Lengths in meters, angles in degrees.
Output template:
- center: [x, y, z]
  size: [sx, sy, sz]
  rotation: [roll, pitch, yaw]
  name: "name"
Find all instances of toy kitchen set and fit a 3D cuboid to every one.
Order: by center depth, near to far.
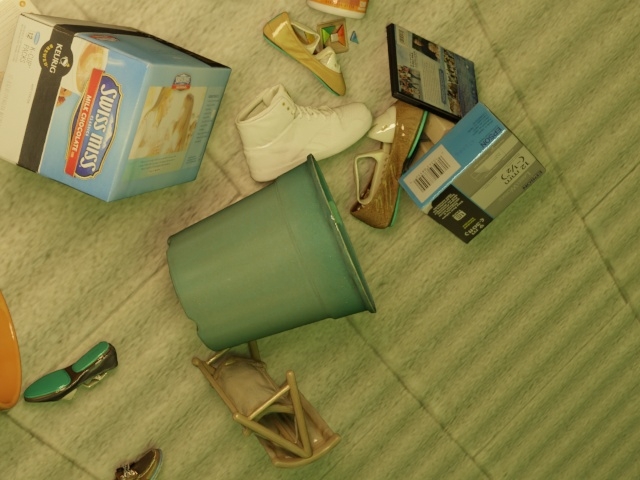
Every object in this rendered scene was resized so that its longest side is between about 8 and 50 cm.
- center: [0.284, -0.209, 2.019]
  size: [0.166, 0.122, 0.207]
  rotation: [-3, 134, -29]
  name: "toy kitchen set"

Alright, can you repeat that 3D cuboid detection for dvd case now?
- center: [0.247, -0.350, 1.895]
  size: [0.253, 0.022, 0.180]
  rotation: [16, 61, -35]
  name: "dvd case"

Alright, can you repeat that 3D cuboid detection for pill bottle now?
- center: [0.053, -0.547, 1.696]
  size: [0.121, 0.121, 0.216]
  rotation: [2, 112, -31]
  name: "pill bottle"

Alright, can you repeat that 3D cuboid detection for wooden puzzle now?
- center: [0.025, -0.418, 1.809]
  size: [0.116, 0.014, 0.078]
  rotation: [-24, 123, -19]
  name: "wooden puzzle"

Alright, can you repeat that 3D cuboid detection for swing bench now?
- center: [-0.119, 0.354, 1.943]
  size: [0.165, 0.253, 0.254]
  rotation: [-37, 125, -10]
  name: "swing bench"

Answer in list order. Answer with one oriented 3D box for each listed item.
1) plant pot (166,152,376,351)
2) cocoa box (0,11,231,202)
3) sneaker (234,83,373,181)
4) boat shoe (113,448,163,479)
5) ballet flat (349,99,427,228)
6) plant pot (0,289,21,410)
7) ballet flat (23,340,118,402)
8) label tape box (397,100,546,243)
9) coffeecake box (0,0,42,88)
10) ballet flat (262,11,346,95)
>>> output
- center: [-0.105, 0.047, 1.748]
  size: [0.334, 0.341, 0.341]
  rotation: [-23, 124, 5]
  name: "plant pot"
- center: [-0.334, -0.223, 1.454]
  size: [0.347, 0.228, 0.231]
  rotation: [-33, 145, -72]
  name: "cocoa box"
- center: [-0.032, -0.253, 1.796]
  size: [0.293, 0.108, 0.169]
  rotation: [-28, 127, -15]
  name: "sneaker"
- center: [-0.427, 0.537, 1.967]
  size: [0.066, 0.066, 0.183]
  rotation: [39, 90, -36]
  name: "boat shoe"
- center: [0.140, -0.190, 1.941]
  size: [0.124, 0.116, 0.342]
  rotation: [11, 112, -13]
  name: "ballet flat"
- center: [-0.679, 0.183, 1.540]
  size: [0.204, 0.291, 0.290]
  rotation: [-16, 121, -5]
  name: "plant pot"
- center: [-0.505, 0.287, 1.803]
  size: [0.203, 0.074, 0.074]
  rotation: [-33, 125, -16]
  name: "ballet flat"
- center: [0.368, -0.125, 1.973]
  size: [0.249, 0.115, 0.348]
  rotation: [-44, 140, 13]
  name: "label tape box"
- center: [-0.522, -0.325, 1.501]
  size: [0.142, 0.068, 0.185]
  rotation: [-41, 126, -9]
  name: "coffeecake box"
- center: [-0.013, -0.373, 1.760]
  size: [0.232, 0.080, 0.073]
  rotation: [32, 114, -36]
  name: "ballet flat"
